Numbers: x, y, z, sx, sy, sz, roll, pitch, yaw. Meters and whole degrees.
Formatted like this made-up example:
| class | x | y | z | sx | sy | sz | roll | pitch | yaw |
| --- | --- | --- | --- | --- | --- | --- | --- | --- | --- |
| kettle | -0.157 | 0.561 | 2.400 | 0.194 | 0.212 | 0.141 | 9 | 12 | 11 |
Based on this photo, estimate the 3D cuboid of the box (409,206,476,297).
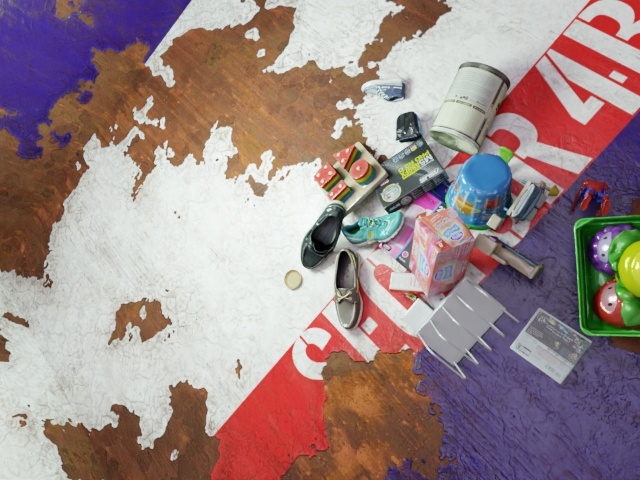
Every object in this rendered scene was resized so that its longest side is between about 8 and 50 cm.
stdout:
| class | x | y | z | sx | sy | sz | roll | pitch | yaw |
| --- | --- | --- | --- | --- | --- | --- | --- | --- | --- |
| box | 0.410 | 0.048 | 1.683 | 0.142 | 0.300 | 0.154 | -19 | 56 | -8 |

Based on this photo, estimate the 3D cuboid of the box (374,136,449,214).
| class | x | y | z | sx | sy | sz | roll | pitch | yaw |
| --- | --- | --- | --- | --- | --- | --- | --- | --- | --- |
| box | 0.338 | -0.255 | 1.928 | 0.270 | 0.060 | 0.216 | -32 | 48 | 16 |

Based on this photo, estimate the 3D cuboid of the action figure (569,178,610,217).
| class | x | y | z | sx | sy | sz | roll | pitch | yaw |
| --- | --- | --- | --- | --- | --- | --- | --- | --- | --- |
| action figure | 0.876 | -0.116 | 1.591 | 0.091 | 0.280 | 0.139 | 19 | 119 | 21 |

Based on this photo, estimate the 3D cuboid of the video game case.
| class | x | y | z | sx | sy | sz | roll | pitch | yaw |
| --- | --- | --- | --- | --- | --- | --- | --- | --- | --- |
| video game case | 0.771 | 0.351 | 1.645 | 0.190 | 0.022 | 0.173 | 37 | 96 | 28 |

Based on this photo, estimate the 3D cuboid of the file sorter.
| class | x | y | z | sx | sy | sz | roll | pitch | yaw |
| --- | --- | --- | --- | --- | --- | --- | --- | --- | --- |
| file sorter | 0.495 | 0.299 | 1.659 | 0.192 | 0.173 | 0.278 | 39 | 98 | -8 |

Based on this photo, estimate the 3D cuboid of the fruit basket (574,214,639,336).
| class | x | y | z | sx | sy | sz | roll | pitch | yaw |
| --- | --- | --- | --- | --- | --- | --- | --- | --- | --- |
| fruit basket | 0.914 | 0.099 | 1.442 | 0.282 | 0.392 | 0.393 | -3 | 77 | 24 |

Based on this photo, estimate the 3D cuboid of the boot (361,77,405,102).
| class | x | y | z | sx | sy | sz | roll | pitch | yaw |
| --- | --- | --- | --- | --- | --- | --- | --- | --- | --- |
| boot | 0.265 | -0.629 | 2.075 | 0.189 | 0.069 | 0.086 | -3 | 75 | 23 |

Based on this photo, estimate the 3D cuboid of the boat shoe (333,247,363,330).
| class | x | y | z | sx | sy | sz | roll | pitch | yaw |
| --- | --- | --- | --- | --- | --- | --- | --- | --- | --- |
| boat shoe | 0.104 | 0.193 | 1.952 | 0.116 | 0.096 | 0.325 | -2 | 78 | 25 |

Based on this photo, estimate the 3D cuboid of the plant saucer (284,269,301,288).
| class | x | y | z | sx | sy | sz | roll | pitch | yaw |
| --- | --- | --- | --- | --- | --- | --- | --- | --- | --- |
| plant saucer | -0.117 | 0.167 | 2.109 | 0.083 | 0.015 | 0.084 | -6 | 76 | 25 |

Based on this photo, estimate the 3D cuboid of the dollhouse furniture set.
| class | x | y | z | sx | sy | sz | roll | pitch | yaw |
| --- | --- | --- | --- | --- | --- | --- | --- | --- | --- |
| dollhouse furniture set | 0.699 | -0.054 | 1.620 | 0.198 | 0.286 | 0.304 | 37 | 107 | 27 |

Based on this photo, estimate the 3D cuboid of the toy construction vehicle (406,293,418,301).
| class | x | y | z | sx | sy | sz | roll | pitch | yaw |
| --- | --- | --- | --- | --- | --- | --- | --- | --- | --- |
| toy construction vehicle | 0.357 | 0.184 | 1.870 | 0.098 | 0.035 | 0.086 | 35 | 94 | 27 |

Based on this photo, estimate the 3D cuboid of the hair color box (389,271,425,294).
| class | x | y | z | sx | sy | sz | roll | pitch | yaw |
| --- | --- | --- | --- | --- | --- | --- | --- | --- | --- |
| hair color box | 0.336 | 0.162 | 1.846 | 0.141 | 0.043 | 0.072 | 3 | 68 | 23 |

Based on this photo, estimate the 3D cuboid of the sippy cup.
| class | x | y | z | sx | sy | sz | roll | pitch | yaw |
| --- | --- | --- | --- | --- | --- | --- | --- | --- | --- |
| sippy cup | 0.566 | -0.183 | 1.716 | 0.239 | 0.224 | 0.306 | -2 | 67 | 9 |

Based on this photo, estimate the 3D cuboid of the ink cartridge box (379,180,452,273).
| class | x | y | z | sx | sy | sz | roll | pitch | yaw |
| --- | --- | --- | --- | --- | --- | --- | --- | --- | --- |
| ink cartridge box | 0.408 | -0.064 | 1.889 | 0.175 | 0.069 | 0.371 | 41 | 95 | 27 |

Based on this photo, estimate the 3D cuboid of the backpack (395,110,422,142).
| class | x | y | z | sx | sy | sz | roll | pitch | yaw |
| --- | --- | --- | --- | --- | --- | --- | --- | --- | --- |
| backpack | 0.358 | -0.457 | 1.984 | 0.104 | 0.084 | 0.115 | -7 | 79 | 25 |

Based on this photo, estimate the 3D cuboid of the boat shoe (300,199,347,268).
| class | x | y | z | sx | sy | sz | roll | pitch | yaw |
| --- | --- | --- | --- | --- | --- | --- | --- | --- | --- |
| boat shoe | 0.004 | 0.001 | 1.967 | 0.127 | 0.113 | 0.340 | 29 | 120 | -9 |

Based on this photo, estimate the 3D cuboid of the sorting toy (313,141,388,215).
| class | x | y | z | sx | sy | sz | roll | pitch | yaw |
| --- | --- | --- | --- | --- | --- | --- | --- | --- | --- |
| sorting toy | 0.108 | -0.268 | 2.011 | 0.255 | 0.089 | 0.257 | -44 | 45 | 12 |

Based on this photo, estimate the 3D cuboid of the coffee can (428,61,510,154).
| class | x | y | z | sx | sy | sz | roll | pitch | yaw |
| --- | --- | --- | --- | --- | --- | --- | --- | --- | --- |
| coffee can | 0.555 | -0.491 | 1.833 | 0.201 | 0.201 | 0.276 | 26 | 90 | 28 |

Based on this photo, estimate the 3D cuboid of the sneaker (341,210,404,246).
| class | x | y | z | sx | sy | sz | roll | pitch | yaw |
| --- | --- | --- | --- | --- | --- | --- | --- | --- | --- |
| sneaker | 0.203 | -0.049 | 1.909 | 0.275 | 0.110 | 0.107 | -21 | 46 | 36 |

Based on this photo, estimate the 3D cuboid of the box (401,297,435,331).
| class | x | y | z | sx | sy | sz | roll | pitch | yaw |
| --- | --- | --- | --- | --- | --- | --- | --- | --- | --- |
| box | 0.372 | 0.280 | 1.803 | 0.087 | 0.101 | 0.102 | 43 | 98 | 27 |
